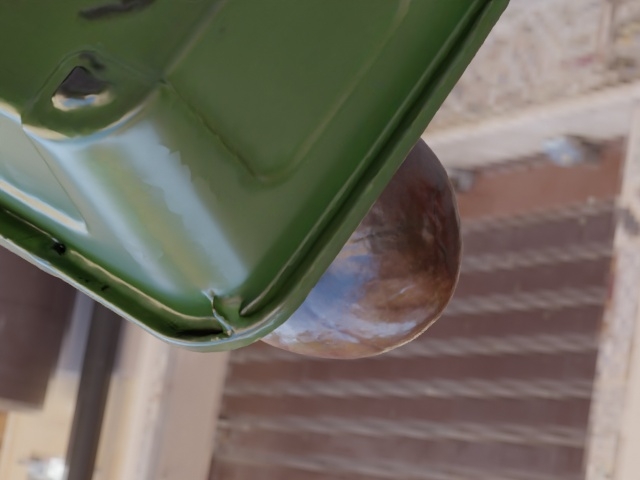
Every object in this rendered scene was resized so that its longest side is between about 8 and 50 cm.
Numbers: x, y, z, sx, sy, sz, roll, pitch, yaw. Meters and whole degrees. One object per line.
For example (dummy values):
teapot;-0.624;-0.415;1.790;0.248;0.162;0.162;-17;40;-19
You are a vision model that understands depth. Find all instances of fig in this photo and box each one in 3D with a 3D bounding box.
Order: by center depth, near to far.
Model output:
fig;0.010;-0.006;1.555;0.235;0.235;0.214;7;173;16

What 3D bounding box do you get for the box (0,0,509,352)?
box;-0.106;-0.135;0.784;0.329;0.252;0.178;28;165;25
